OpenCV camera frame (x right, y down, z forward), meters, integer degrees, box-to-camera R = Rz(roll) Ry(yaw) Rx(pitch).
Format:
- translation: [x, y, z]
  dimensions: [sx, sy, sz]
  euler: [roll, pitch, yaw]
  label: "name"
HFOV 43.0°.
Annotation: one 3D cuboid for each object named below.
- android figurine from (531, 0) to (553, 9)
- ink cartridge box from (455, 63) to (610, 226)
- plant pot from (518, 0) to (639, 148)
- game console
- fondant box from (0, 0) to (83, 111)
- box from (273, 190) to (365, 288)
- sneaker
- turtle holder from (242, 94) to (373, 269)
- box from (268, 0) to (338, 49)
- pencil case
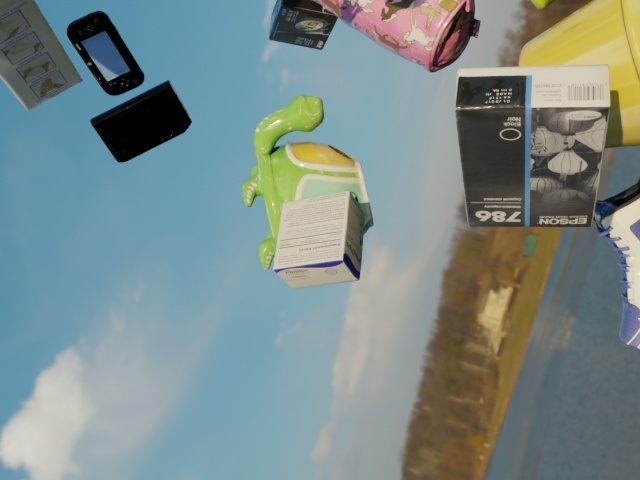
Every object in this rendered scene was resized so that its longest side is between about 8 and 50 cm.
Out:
- translation: [0.290, -0.470, 1.217]
  dimensions: [0.056, 0.273, 0.248]
  euler: [-50, 18, -13]
  label: "android figurine"
- translation: [0.260, -0.088, 1.007]
  dimensions: [0.333, 0.165, 0.065]
  euler: [63, -149, -60]
  label: "ink cartridge box"
- translation: [0.408, -0.228, 1.086]
  dimensions: [0.254, 0.239, 0.254]
  euler: [23, -120, -47]
  label: "plant pot"
- translation: [-0.470, -0.360, 1.898]
  dimensions: [0.361, 0.213, 0.044]
  euler: [62, -178, -39]
  label: "game console"
- translation: [-0.439, -0.338, 1.019]
  dimensions: [0.096, 0.238, 0.330]
  euler: [-34, -13, -8]
  label: "fondant box"
- translation: [0.000, 0.000, 1.343]
  dimensions: [0.072, 0.126, 0.137]
  euler: [51, -142, -49]
  label: "box"
- translation: [0.536, 0.011, 1.381]
  dimensions: [0.127, 0.182, 0.316]
  euler: [-53, -22, -74]
  label: "sneaker"
- translation: [-0.024, -0.104, 1.609]
  dimensions: [0.243, 0.227, 0.320]
  euler: [52, -154, -79]
  label: "turtle holder"
- translation: [-0.042, -0.570, 2.062]
  dimensions: [0.180, 0.147, 0.078]
  euler: [135, 142, -69]
  label: "box"
- translation: [0.129, -0.490, 1.622]
  dimensions: [0.167, 0.386, 0.160]
  euler: [-43, -27, -20]
  label: "pencil case"
